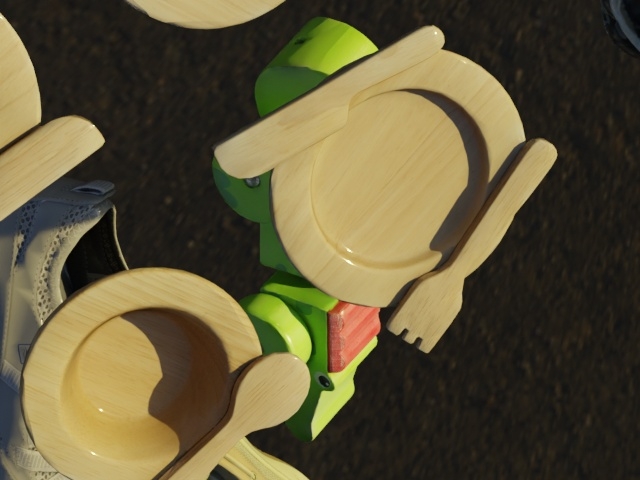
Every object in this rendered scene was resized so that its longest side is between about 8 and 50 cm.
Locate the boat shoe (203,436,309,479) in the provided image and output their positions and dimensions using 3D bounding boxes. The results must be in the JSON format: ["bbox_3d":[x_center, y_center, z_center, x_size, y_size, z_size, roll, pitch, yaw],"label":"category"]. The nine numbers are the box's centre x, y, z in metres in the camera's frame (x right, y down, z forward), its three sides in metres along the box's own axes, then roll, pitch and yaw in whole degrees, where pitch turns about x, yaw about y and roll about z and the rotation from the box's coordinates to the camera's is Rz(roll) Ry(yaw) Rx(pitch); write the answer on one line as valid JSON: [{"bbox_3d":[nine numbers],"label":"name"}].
[{"bbox_3d":[-0.055,0.122,0.824,0.056,0.048,0.153,-36,129,19],"label":"boat shoe"}]

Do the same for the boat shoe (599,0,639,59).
[{"bbox_3d":[0.195,-0.128,0.816,0.119,0.335,0.121,-42,119,17],"label":"boat shoe"}]

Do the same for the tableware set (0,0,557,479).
[{"bbox_3d":[-0.034,-0.019,0.362,0.141,0.020,0.169,-41,118,-1],"label":"tableware set"}]

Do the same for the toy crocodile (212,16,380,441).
[{"bbox_3d":[0.000,0.000,1.170,0.105,0.115,0.340,19,128,27],"label":"toy crocodile"}]

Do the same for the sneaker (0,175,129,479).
[{"bbox_3d":[-0.135,0.091,0.951,0.115,0.105,0.281,-1,116,29],"label":"sneaker"}]
